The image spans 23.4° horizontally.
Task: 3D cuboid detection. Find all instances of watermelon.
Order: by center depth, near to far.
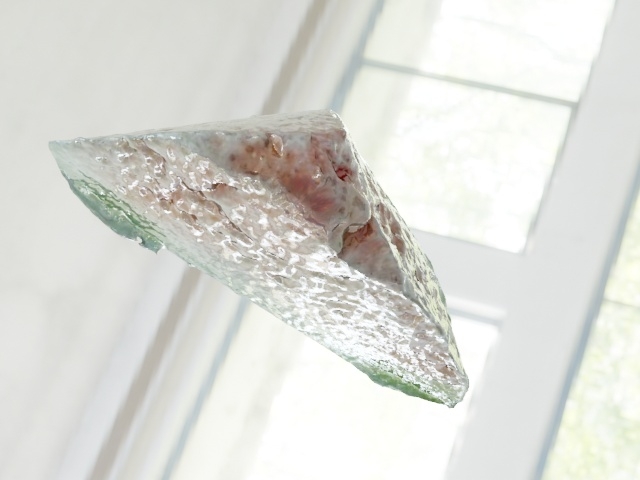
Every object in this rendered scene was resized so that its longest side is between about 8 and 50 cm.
[{"bbox_3d":[-0.002,-0.002,0.541,0.180,0.094,0.081,35,-89,-39],"label":"watermelon"}]
